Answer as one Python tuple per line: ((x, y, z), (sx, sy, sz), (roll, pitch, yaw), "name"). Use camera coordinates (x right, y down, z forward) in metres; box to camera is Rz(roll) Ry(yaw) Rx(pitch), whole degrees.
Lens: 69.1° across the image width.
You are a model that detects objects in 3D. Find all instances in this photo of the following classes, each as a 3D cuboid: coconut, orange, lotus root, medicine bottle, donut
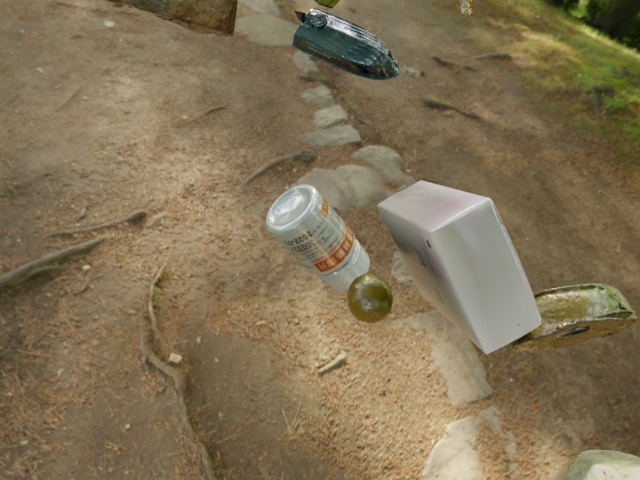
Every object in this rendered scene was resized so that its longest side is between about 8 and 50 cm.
((0.609, 0.576, 0.978), (0.240, 0.244, 0.239), (-2, 49, 2), "coconut")
((0.092, 0.105, 0.862), (0.085, 0.085, 0.094), (8, 61, -1), "orange")
((-0.205, -0.350, 0.673), (0.170, 0.074, 0.261), (24, 18, 24), "lotus root")
((0.000, 0.000, 1.068), (0.145, 0.252, 0.144), (-22, 42, 21), "medicine bottle")
((0.562, 0.175, 1.062), (0.272, 0.272, 0.107), (-3, 64, -11), "donut")

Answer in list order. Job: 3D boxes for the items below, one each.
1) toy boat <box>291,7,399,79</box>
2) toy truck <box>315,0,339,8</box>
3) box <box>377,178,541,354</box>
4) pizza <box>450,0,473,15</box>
((0.057, -0.401, 0.978), (0.246, 0.103, 0.092), (29, 76, 11), "toy boat")
((0.072, -0.444, 0.664), (0.135, 0.260, 0.128), (56, 33, 5), "toy truck")
((0.204, 0.024, 0.728), (0.106, 0.203, 0.251), (-28, 16, -3), "box")
((0.364, -0.597, 1.063), (0.135, 0.056, 0.270), (-10, 44, 29), "pizza")
